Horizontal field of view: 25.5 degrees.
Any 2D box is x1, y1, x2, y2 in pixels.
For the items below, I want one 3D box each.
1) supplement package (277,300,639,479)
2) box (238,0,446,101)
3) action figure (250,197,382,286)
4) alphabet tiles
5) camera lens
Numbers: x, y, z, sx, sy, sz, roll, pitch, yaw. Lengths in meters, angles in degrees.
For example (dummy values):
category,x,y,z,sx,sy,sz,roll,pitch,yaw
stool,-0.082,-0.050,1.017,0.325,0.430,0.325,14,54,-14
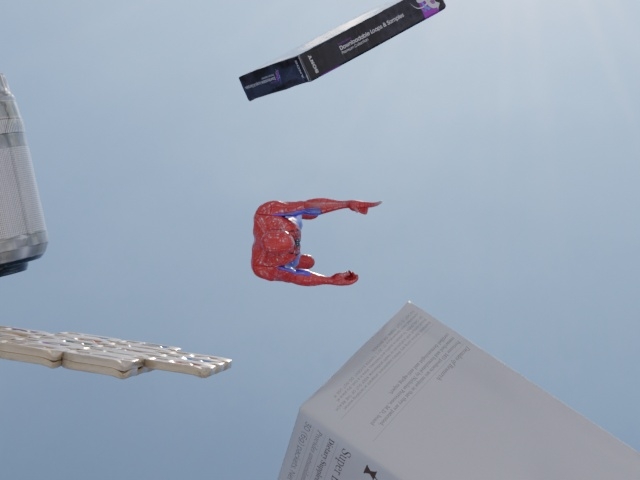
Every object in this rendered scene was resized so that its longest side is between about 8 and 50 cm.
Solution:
category,x,y,z,sx,sy,sz,roll,pitch,yaw
supplement package,0.128,0.228,1.218,0.293,0.177,0.175,33,-135,17
box,0.018,-0.176,1.263,0.162,0.029,0.116,-33,-168,-28
action figure,0.000,0.000,1.489,0.139,0.091,0.280,3,-178,7
alphabet tiles,-0.240,0.120,1.502,0.278,0.021,0.284,8,179,5
camera lens,-0.505,-0.078,1.960,0.219,0.274,0.219,-12,-177,1
